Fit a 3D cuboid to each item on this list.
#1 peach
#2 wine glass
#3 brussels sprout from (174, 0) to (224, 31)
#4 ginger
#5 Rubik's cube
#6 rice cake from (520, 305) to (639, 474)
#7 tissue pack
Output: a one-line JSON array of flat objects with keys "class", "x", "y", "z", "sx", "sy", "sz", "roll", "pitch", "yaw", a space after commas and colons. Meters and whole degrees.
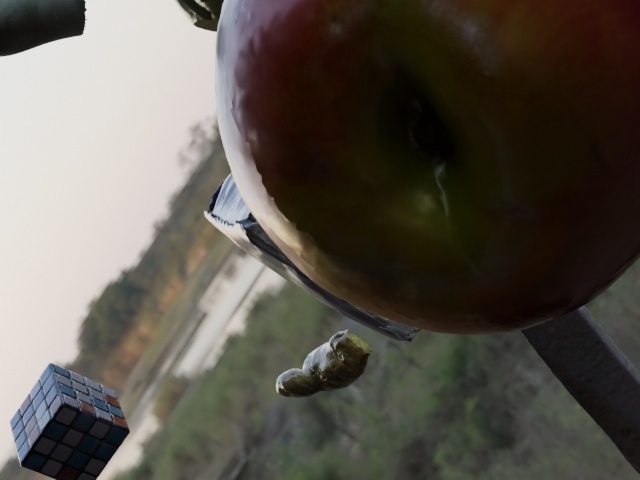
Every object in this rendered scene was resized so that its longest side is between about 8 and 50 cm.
[{"class": "peach", "x": 0.109, "y": -0.135, "z": 1.069, "sx": 0.388, "sy": 0.388, "sz": 0.388, "roll": -56, "pitch": 5, "yaw": 8}, {"class": "wine glass", "x": -0.354, "y": -0.239, "z": 1.587, "sx": 0.202, "sy": 0.093, "sz": 0.093, "roll": -14, "pitch": -19, "yaw": -29}, {"class": "brussels sprout", "x": -0.140, "y": -0.515, "z": 2.440, "sx": 0.281, "sy": 0.289, "sz": 0.354, "roll": -21, "pitch": -68, "yaw": -65}, {"class": "ginger", "x": 0.024, "y": 0.194, "z": 2.326, "sx": 0.205, "sy": 0.115, "sz": 0.081, "roll": -29, "pitch": 62, "yaw": 45}, {"class": "Rubik's cube", "x": -0.285, "y": 0.211, "z": 1.687, "sx": 0.092, "sy": 0.092, "sz": 0.092, "roll": -55, "pitch": 30, "yaw": 11}, {"class": "rice cake", "x": 0.266, "y": 0.128, "z": 1.434, "sx": 0.073, "sy": 0.365, "sz": 0.056, "roll": -40, "pitch": 12, "yaw": 14}, {"class": "tissue pack", "x": 0.000, "y": 0.000, "z": 1.766, "sx": 0.125, "sy": 0.242, "sz": 0.344, "roll": -58, "pitch": 12, "yaw": -4}]
